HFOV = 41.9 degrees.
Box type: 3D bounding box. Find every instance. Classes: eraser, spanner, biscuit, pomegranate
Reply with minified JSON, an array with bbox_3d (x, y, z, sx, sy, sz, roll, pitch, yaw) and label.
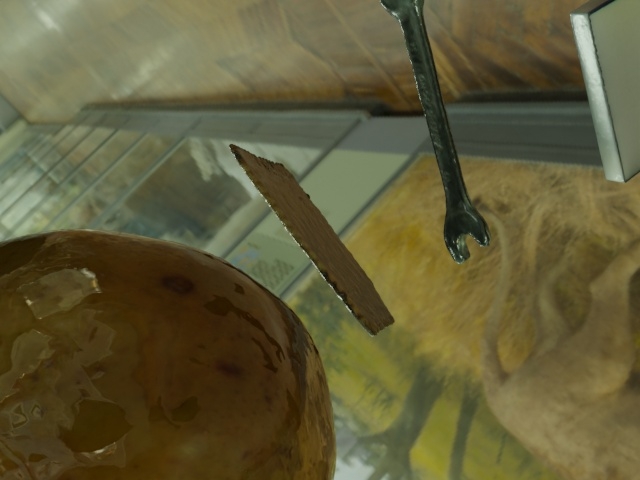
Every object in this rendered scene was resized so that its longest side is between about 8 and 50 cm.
[{"bbox_3d":[0.260,-0.135,0.680,0.023,0.104,0.150,24,141,56],"label":"eraser"},{"bbox_3d":[0.093,-0.104,0.679,0.054,0.015,0.254,-7,99,55],"label":"spanner"},{"bbox_3d":[0.000,0.000,0.901,0.237,0.013,0.232,54,-172,8],"label":"biscuit"},{"bbox_3d":[-0.179,0.188,0.645,0.417,0.416,0.416,42,168,11],"label":"pomegranate"}]
